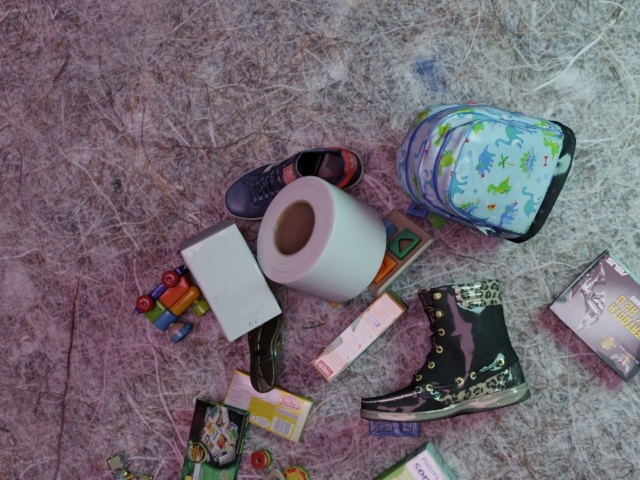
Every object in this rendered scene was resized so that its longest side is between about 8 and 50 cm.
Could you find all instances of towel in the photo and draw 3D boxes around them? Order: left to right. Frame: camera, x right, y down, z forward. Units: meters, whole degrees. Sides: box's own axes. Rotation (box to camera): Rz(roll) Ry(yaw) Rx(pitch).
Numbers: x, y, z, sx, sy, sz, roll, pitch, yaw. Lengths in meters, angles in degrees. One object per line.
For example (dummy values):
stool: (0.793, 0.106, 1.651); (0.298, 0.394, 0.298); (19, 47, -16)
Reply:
towel: (0.169, 0.420, 1.779); (0.119, 0.029, 0.067); (-1, 86, 12)

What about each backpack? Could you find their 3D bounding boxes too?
backpack: (0.334, -0.151, 1.593); (0.355, 0.273, 0.290); (19, 104, -13)

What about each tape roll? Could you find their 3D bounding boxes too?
tape roll: (0.000, 0.000, 1.695); (0.246, 0.169, 0.246); (-22, 56, 38)

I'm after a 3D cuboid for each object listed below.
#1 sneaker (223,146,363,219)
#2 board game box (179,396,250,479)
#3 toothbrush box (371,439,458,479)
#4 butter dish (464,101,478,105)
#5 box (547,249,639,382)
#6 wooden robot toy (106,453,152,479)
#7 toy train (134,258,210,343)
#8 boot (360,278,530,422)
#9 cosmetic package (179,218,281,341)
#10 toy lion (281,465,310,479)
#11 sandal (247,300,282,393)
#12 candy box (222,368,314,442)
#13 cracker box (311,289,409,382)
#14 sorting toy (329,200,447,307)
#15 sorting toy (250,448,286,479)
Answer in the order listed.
sneaker: (-0.077, -0.144, 1.800); (0.349, 0.148, 0.131); (-19, 83, 10)
board game box: (-0.259, 0.519, 1.848); (0.136, 0.030, 0.260); (14, 96, 10)
toothbrush box: (0.188, 0.619, 1.717); (0.283, 0.122, 0.206); (-38, 80, 8)
butter dish: (0.315, -0.226, 1.740); (0.159, 0.118, 0.160); (-27, 82, 8)
box: (0.646, 0.163, 1.683); (0.183, 0.056, 0.231); (-45, 79, 5)
wooden robot toy: (-0.455, 0.597, 1.890); (0.079, 0.076, 0.173); (-28, 80, -27)
toy train: (-0.315, 0.123, 1.863); (0.248, 0.105, 0.143); (-43, 90, 6)
boot: (0.257, 0.246, 1.704); (0.377, 0.138, 0.284); (-9, 85, 1)
cosmetic package: (-0.208, 0.082, 1.737); (0.138, 0.224, 0.225); (-30, 99, -8)
toy lion: (-0.060, 0.589, 1.817); (0.096, 0.034, 0.100); (41, 95, 18)
sandal: (-0.122, 0.254, 1.827); (0.090, 0.060, 0.220); (-12, 69, 25)
candy box: (-0.128, 0.395, 1.841); (0.205, 0.027, 0.105); (22, 91, 12)
cracker box: (0.092, 0.213, 1.741); (0.232, 0.155, 0.067); (-45, 82, 6)
sorting toy: (0.139, 0.017, 1.726); (0.347, 0.196, 0.047); (-45, 123, -1)
sorting toy: (-0.113, 0.634, 1.791); (0.132, 0.046, 0.274); (-43, 67, 15)
